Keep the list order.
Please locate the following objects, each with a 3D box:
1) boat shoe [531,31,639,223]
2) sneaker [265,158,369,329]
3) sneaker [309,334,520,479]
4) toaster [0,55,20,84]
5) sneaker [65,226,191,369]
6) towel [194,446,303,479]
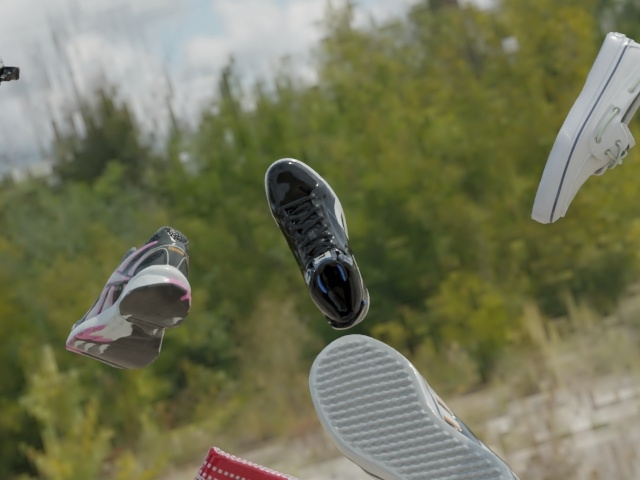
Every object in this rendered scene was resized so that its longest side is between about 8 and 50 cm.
[{"bbox_3d":[0.298,-0.114,2.114,0.076,0.226,0.083,23,-8,11],"label":"boat shoe"},{"bbox_3d":[0.000,0.000,2.325,0.079,0.217,0.121,-26,0,2],"label":"sneaker"},{"bbox_3d":[0.108,0.234,2.170,0.126,0.321,0.127,-42,-41,-5],"label":"sneaker"},{"bbox_3d":[-0.311,-0.122,1.371,0.168,0.110,0.186,-22,10,0],"label":"toaster"},{"bbox_3d":[-0.149,0.047,1.646,0.072,0.077,0.178,26,-35,-23],"label":"sneaker"},{"bbox_3d":[-0.060,0.326,1.720,0.199,0.275,0.031,21,15,-14],"label":"towel"}]
